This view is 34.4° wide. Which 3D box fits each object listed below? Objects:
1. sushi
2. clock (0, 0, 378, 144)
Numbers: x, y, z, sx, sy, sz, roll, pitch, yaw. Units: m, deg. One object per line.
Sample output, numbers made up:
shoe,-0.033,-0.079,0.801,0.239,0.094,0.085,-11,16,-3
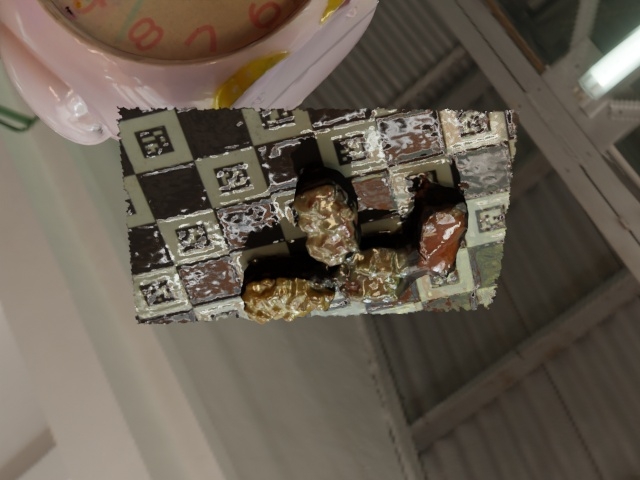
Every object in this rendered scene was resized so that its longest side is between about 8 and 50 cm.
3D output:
sushi,0.000,0.000,0.733,0.279,0.193,0.043,0,-143,-3
clock,-0.141,-0.265,0.906,0.368,0.250,0.377,-44,-96,-7
